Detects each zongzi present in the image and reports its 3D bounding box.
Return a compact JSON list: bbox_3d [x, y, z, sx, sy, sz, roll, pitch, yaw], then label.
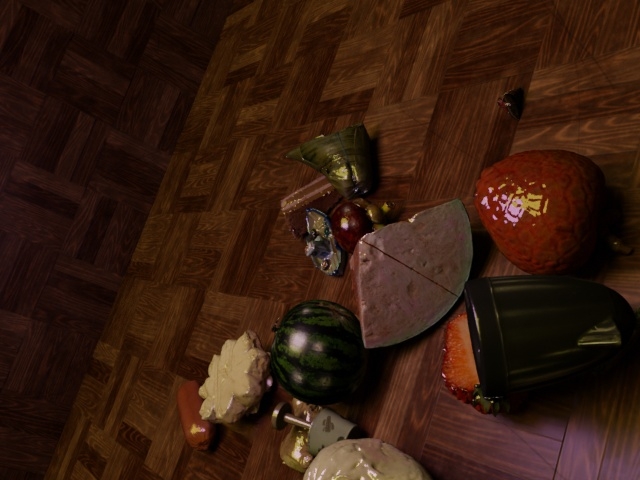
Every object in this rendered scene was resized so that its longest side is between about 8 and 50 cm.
[{"bbox_3d":[0.452,-0.336,1.695,0.067,0.073,0.083,-26,46,22],"label":"zongzi"},{"bbox_3d":[0.019,-0.212,2.120,0.275,0.125,0.250,-13,49,15],"label":"zongzi"}]

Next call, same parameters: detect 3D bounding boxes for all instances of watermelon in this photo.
[{"bbox_3d":[0.202,0.050,1.676,0.293,0.319,0.222,-15,21,1],"label":"watermelon"},{"bbox_3d":[-0.001,0.275,1.754,0.269,0.269,0.268,-36,41,39],"label":"watermelon"}]

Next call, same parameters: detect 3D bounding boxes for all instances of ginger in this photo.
[{"bbox_3d":[-0.037,0.486,1.833,0.138,0.074,0.213,-12,53,41],"label":"ginger"}]

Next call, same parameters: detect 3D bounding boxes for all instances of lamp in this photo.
[{"bbox_3d":[-0.014,0.459,1.721,0.215,0.121,0.121,11,76,29],"label":"lamp"}]

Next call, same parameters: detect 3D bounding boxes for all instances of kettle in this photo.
[{"bbox_3d":[0.401,0.157,1.236,0.271,0.250,0.207,-10,67,8],"label":"kettle"}]

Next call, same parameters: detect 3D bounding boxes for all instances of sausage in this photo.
[{"bbox_3d":[0.560,0.132,1.228,0.269,0.033,0.033,-56,32,13],"label":"sausage"},{"bbox_3d":[-0.396,0.565,2.277,0.113,0.114,0.259,-56,31,13],"label":"sausage"}]

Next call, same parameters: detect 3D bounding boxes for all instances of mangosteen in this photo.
[{"bbox_3d":[0.119,-0.046,1.937,0.181,0.155,0.146,-35,4,-7],"label":"mangosteen"}]

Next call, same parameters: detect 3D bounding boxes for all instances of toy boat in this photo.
[{"bbox_3d":[0.000,0.000,2.085,0.114,0.115,0.262,-46,35,27],"label":"toy boat"}]

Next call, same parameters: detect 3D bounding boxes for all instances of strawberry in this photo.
[{"bbox_3d":[0.339,0.252,1.414,0.188,0.106,0.286,-33,24,8],"label":"strawberry"}]

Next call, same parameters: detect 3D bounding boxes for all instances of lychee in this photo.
[{"bbox_3d":[0.444,-0.053,1.356,0.300,0.255,0.255,11,74,24],"label":"lychee"}]

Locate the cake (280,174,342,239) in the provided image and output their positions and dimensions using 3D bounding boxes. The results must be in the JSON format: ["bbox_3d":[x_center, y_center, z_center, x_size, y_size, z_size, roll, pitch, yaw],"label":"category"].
[{"bbox_3d":[-0.013,-0.142,2.225,0.295,0.113,0.115,-40,38,15],"label":"cake"}]

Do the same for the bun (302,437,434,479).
[{"bbox_3d":[0.074,0.578,1.460,0.361,0.213,0.360,-35,40,36],"label":"bun"}]

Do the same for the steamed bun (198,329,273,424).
[{"bbox_3d":[-0.230,0.420,2.112,0.292,0.137,0.295,-2,61,57],"label":"steamed bun"}]
